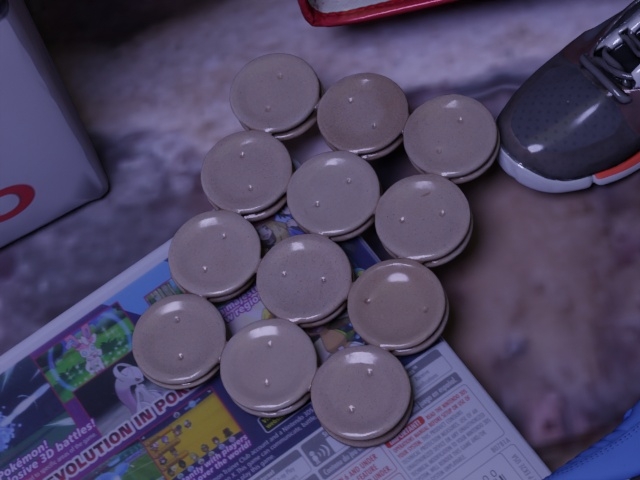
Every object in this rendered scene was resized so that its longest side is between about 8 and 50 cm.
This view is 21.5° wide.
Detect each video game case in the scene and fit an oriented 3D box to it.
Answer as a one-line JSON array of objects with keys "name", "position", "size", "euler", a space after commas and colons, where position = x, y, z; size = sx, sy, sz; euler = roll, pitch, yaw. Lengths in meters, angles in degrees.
[{"name": "video game case", "position": [-0.040, 0.089, 0.628], "size": [0.201, 0.023, 0.183], "euler": [-35, 63, -7]}]

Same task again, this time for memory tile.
[{"name": "memory tile", "position": [0.000, 0.000, 0.644], "size": [0.113, 0.012, 0.148], "euler": [14, 67, 17]}]

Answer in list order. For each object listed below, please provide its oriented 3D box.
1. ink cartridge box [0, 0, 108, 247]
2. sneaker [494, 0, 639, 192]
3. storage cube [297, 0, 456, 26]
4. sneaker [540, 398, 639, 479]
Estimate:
[{"name": "ink cartridge box", "position": [-0.267, -0.096, 0.553], "size": [0.285, 0.395, 0.166], "euler": [-27, 65, -4]}, {"name": "sneaker", "position": [0.133, -0.080, 0.657], "size": [0.158, 0.065, 0.061], "euler": [-33, 63, -7]}, {"name": "storage cube", "position": [0.055, -0.229, 0.663], "size": [0.183, 0.215, 0.193], "euler": [-11, 53, 5]}, {"name": "sneaker", "position": [0.153, 0.055, 0.587], "size": [0.211, 0.080, 0.081], "euler": [-25, 55, -14]}]
